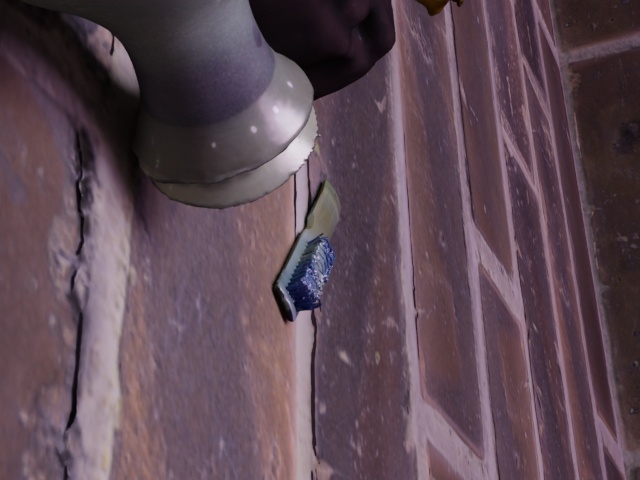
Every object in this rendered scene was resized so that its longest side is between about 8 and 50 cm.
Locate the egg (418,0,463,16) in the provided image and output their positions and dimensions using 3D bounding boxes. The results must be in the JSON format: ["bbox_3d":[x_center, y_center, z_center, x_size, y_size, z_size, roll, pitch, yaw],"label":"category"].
[{"bbox_3d":[0.074,-0.371,1.117,0.286,0.174,0.264,90,0,-59],"label":"egg"}]

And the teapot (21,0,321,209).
[{"bbox_3d":[-0.079,-0.136,0.564,0.251,0.184,0.183,73,16,-49],"label":"teapot"}]

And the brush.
[{"bbox_3d":[0.000,0.000,0.864,0.033,0.030,0.178,58,26,-19],"label":"brush"}]

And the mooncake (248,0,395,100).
[{"bbox_3d":[-0.036,-0.232,0.762,0.283,0.141,0.283,-14,90,-73],"label":"mooncake"}]
